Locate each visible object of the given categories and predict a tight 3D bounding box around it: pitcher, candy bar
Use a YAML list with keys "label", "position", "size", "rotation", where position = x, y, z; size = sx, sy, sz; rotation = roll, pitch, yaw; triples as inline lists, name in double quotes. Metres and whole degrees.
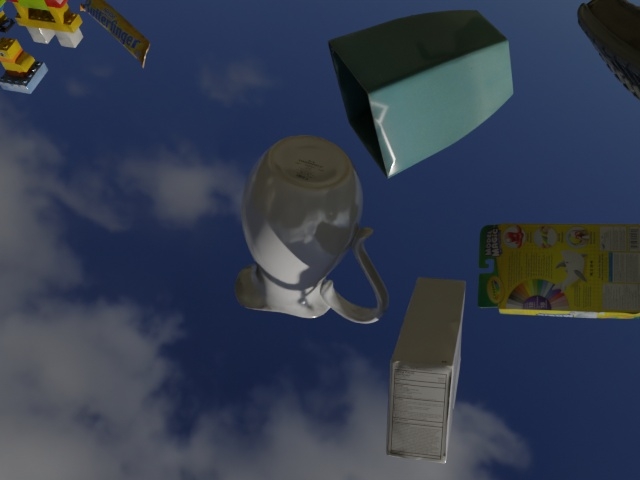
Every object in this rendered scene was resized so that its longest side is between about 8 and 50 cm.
- label: "pitcher"
  position: [0.000, 0.000, 0.961]
  size: [0.178, 0.207, 0.125]
  rotation: [16, -135, 5]
- label: "candy bar"
  position: [-0.284, -0.298, 1.249]
  size: [0.018, 0.040, 0.161]
  rotation: [-21, -126, -42]

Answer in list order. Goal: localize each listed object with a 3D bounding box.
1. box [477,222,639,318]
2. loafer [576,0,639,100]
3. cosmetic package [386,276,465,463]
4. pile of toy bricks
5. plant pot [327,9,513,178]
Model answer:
- label: "box"
  position: [0.271, 0.034, 1.029]
  size: [0.179, 0.105, 0.043]
  rotation: [2, 166, 14]
- label: "loafer"
  position: [0.305, -0.132, 0.692]
  size: [0.251, 0.087, 0.094]
  rotation: [47, -169, 37]
- label: "cosmetic package"
  position: [0.109, 0.120, 0.910]
  size: [0.060, 0.098, 0.239]
  rotation: [6, -164, 10]
- label: "pile of toy bricks"
  position: [-0.332, -0.202, 0.797]
  size: [0.212, 0.105, 0.118]
  rotation: [12, -123, 20]
- label: "plant pot"
  position: [0.162, -0.242, 1.364]
  size: [0.234, 0.165, 0.165]
  rotation: [-23, -136, -5]
